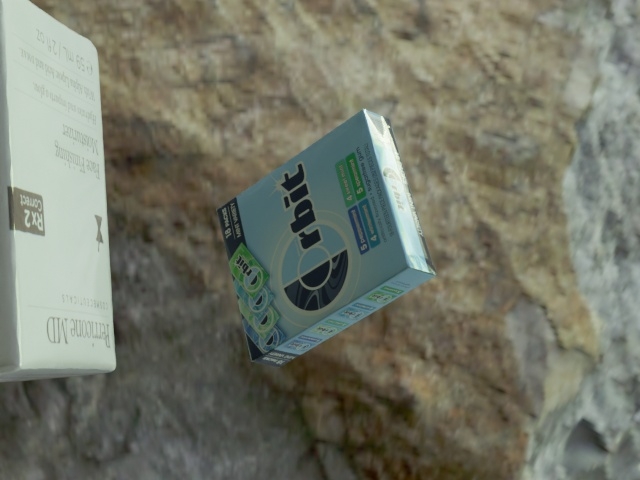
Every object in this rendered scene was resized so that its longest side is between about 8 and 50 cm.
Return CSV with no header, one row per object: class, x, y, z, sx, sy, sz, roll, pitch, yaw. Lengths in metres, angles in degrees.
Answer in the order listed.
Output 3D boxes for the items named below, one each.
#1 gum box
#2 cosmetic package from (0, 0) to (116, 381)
gum box,0.000,0.000,1.372,0.041,0.184,0.157,16,-129,-46
cosmetic package,-0.199,-0.018,0.797,0.152,0.151,0.183,-6,-95,10
